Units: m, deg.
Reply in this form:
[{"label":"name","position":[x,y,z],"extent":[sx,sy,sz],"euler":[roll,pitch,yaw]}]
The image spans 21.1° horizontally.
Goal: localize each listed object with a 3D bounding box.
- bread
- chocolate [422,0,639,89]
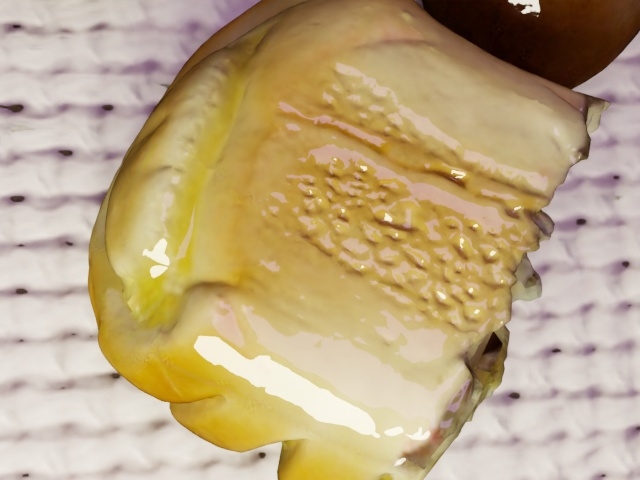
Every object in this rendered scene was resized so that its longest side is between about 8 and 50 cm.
[{"label":"bread","position":[0.000,0.000,1.061],"extent":[0.270,0.211,0.315],"euler":[25,65,1]},{"label":"chocolate","position":[0.142,-0.176,1.152],"extent":[0.177,0.177,0.176],"euler":[3,77,-13]}]
